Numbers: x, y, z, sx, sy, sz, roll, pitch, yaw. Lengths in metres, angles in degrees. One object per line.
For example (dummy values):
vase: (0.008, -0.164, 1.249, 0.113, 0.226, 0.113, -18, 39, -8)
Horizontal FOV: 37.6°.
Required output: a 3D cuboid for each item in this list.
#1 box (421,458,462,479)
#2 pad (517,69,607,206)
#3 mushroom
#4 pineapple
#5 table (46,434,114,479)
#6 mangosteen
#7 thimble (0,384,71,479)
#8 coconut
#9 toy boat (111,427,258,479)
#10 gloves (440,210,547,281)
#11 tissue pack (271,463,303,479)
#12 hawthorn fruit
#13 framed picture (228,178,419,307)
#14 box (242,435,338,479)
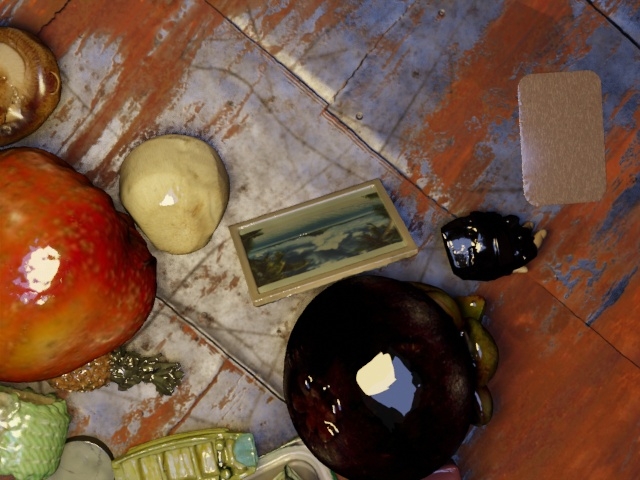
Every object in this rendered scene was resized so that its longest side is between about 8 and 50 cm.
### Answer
box: (0.194, 0.542, 1.835, 0.193, 0.167, 0.294, -11, 96, -4)
pad: (0.488, -0.205, 1.893, 0.176, 0.002, 0.266, -5, 95, -6)
mushroom: (-0.569, -0.273, 1.687, 0.231, 0.138, 0.194, -28, 69, 7)
pineapple: (-0.383, 0.242, 1.768, 0.251, 0.125, 0.125, 12, 93, -13)
table: (-0.462, 0.445, 1.806, 0.133, 0.043, 0.133, -1, 95, -7)
mangosteen: (0.140, 0.244, 1.732, 0.435, 0.382, 0.382, -15, 98, -41)
thimble: (-0.563, 0.342, 1.694, 0.219, 0.219, 0.150, 13, 84, -8)
coconut: (-0.264, -0.089, 1.720, 0.224, 0.224, 0.224, -1, 95, -7)
toy boat: (-0.256, 0.426, 1.809, 0.276, 0.084, 0.111, -13, 93, 0)
gloves: (0.347, 0.006, 1.843, 0.203, 0.124, 0.164, -17, 115, 2)
tissue pack: (-0.093, 0.604, 1.720, 0.311, 0.128, 0.228, -44, 99, 0)
hawthorn fruit: (-0.483, 0.064, 1.564, 0.402, 0.403, 0.403, -1, 95, -7)
framed picture: (0.000, 0.000, 1.751, 0.315, 0.232, 0.024, -18, 131, -6)
box: (-0.104, 0.566, 1.830, 0.336, 0.106, 0.264, -25, 97, -5)
